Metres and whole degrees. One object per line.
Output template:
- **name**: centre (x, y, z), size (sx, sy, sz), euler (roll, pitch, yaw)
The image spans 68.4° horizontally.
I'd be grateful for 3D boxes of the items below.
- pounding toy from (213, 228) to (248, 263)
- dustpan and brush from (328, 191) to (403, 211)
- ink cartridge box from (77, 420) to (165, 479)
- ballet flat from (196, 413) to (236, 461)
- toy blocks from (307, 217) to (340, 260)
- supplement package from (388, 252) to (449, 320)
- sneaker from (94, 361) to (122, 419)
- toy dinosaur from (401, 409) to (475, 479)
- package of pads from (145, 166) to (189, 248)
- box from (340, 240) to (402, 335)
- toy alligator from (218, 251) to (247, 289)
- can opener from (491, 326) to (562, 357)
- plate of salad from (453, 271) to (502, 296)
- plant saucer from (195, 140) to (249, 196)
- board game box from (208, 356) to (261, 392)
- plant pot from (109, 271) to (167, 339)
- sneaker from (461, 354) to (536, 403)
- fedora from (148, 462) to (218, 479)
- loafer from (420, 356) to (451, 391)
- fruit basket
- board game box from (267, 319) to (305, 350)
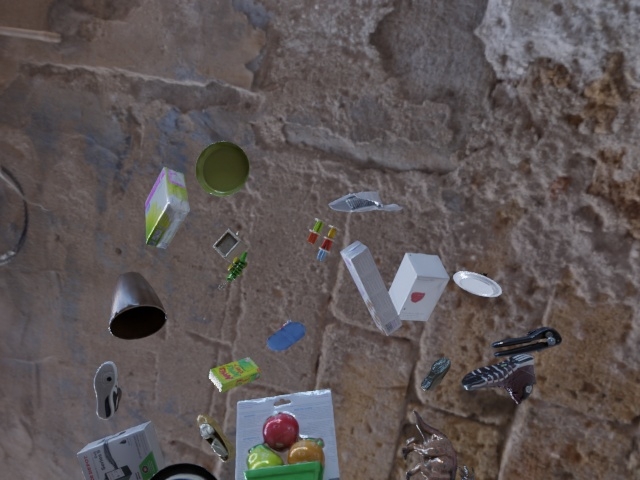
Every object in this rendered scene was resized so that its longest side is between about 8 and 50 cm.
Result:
- **pounding toy**: centre (-0.415, 0.019, 2.212), size (0.130, 0.141, 0.100), euler (-48, -35, -4)
- **dustpan and brush**: centre (0.148, -0.104, 1.359), size (0.147, 0.211, 0.060), euler (-19, 83, 62)
- **ink cartridge box**: centre (-0.837, 0.928, 1.992), size (0.121, 0.289, 0.211), euler (132, 118, -83)
- **ballet flat**: centre (-0.436, 0.809, 1.934), size (0.080, 0.232, 0.073), euler (-50, -14, 7)
- **toy blocks**: centre (0.000, 0.000, 1.896), size (0.148, 0.123, 0.054), euler (-66, 27, 0)
- **supplement package**: centre (0.470, 0.228, 2.294), size (0.175, 0.178, 0.292), euler (-103, 23, -51)
- **sneaker**: centre (-0.802, 0.552, 1.790), size (0.121, 0.079, 0.216), euler (-150, 65, -81)
- **toy dinosaur**: centre (0.346, 0.635, 1.335), size (0.127, 0.200, 0.295), euler (58, -158, -52)
- **package of pads**: centre (-0.644, -0.143, 1.971), size (0.229, 0.101, 0.296), euler (-51, 40, 26)
- **box**: centre (0.155, 0.147, 1.396), size (0.067, 0.063, 0.324), euler (-35, -58, -12)
- **toy alligator**: centre (-0.348, 0.131, 1.917), size (0.056, 0.051, 0.189), euler (35, -91, -34)
- **can opener**: centre (0.541, 0.272, 1.234), size (0.073, 0.186, 0.059), euler (94, 159, -73)
- **plate of salad**: centre (0.652, 0.174, 1.951), size (0.048, 0.200, 0.200), euler (-62, -21, -22)
- **plant saucer**: centre (-0.419, -0.307, 2.037), size (0.037, 0.241, 0.240), euler (23, -99, -83)
- **board game box**: centre (-0.332, 0.522, 1.841), size (0.181, 0.092, 0.043), euler (-7, -58, -44)
- **plant pot**: centre (-0.753, 0.245, 1.907), size (0.215, 0.215, 0.230), euler (83, 162, -49)
- **sneaker**: centre (0.666, 0.535, 1.715), size (0.106, 0.282, 0.162), euler (-138, 29, -84)
- **fedora**: centre (-0.516, 0.973, 1.686), size (0.152, 0.334, 0.333), euler (49, -124, -79)
- **loafer**: centre (0.428, 0.495, 1.737), size (0.148, 0.056, 0.050), euler (-48, -47, -2)
- **fruit basket**: centre (-0.108, 0.667, 1.495), size (0.165, 0.327, 0.353), euler (78, -176, -45)
- **board game box**: centre (-0.144, 0.384, 1.933), size (0.169, 0.033, 0.133), euler (-37, -44, 3)
